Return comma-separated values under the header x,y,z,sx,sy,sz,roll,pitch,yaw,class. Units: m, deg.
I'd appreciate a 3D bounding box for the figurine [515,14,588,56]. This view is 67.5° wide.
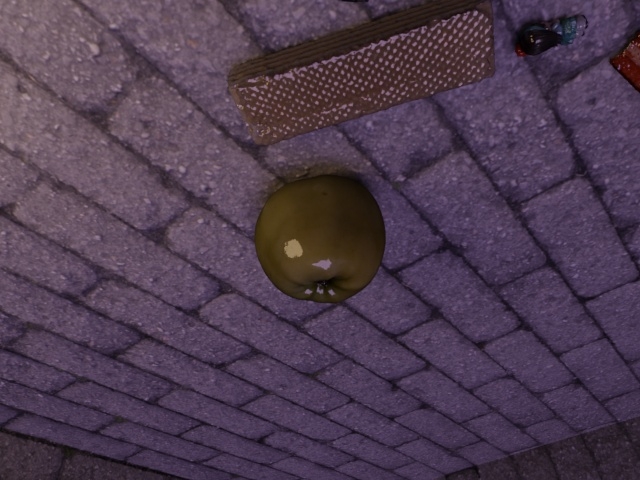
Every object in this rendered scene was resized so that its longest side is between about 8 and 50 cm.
x,y,z,sx,sy,sz,roll,pitch,yaw,class
0.377,-0.334,0.784,0.105,0.047,0.060,-15,172,0,figurine

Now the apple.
x,y,z,sx,sy,sz,roll,pitch,yaw,class
0.000,0.000,0.963,0.262,0.262,0.262,-3,136,-3,apple

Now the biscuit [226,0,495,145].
x,y,z,sx,sy,sz,roll,pitch,yaw,class
0.065,-0.274,0.791,0.425,0.079,0.144,-13,136,10,biscuit

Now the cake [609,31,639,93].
x,y,z,sx,sy,sz,roll,pitch,yaw,class
0.663,-0.297,0.843,0.262,0.159,0.158,43,126,3,cake
